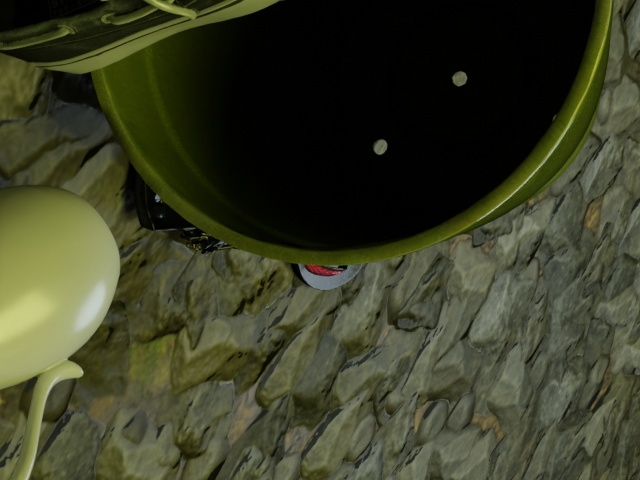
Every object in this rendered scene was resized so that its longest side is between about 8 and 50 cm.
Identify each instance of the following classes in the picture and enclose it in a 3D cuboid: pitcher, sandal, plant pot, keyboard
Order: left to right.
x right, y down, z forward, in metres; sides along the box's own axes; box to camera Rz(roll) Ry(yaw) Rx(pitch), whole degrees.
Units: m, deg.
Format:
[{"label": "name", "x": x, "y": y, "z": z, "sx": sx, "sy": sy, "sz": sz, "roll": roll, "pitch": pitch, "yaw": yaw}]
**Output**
[{"label": "pitcher", "x": -0.216, "y": 0.068, "z": 1.193, "sx": 0.207, "sy": 0.178, "sz": 0.125, "roll": -39, "pitch": -177, "yaw": -42}, {"label": "keyboard", "x": -0.091, "y": -0.035, "z": 1.456, "sx": 0.192, "sy": 0.038, "sz": 0.100, "roll": -4, "pitch": 91, "yaw": -53}, {"label": "sandal", "x": 0.000, "y": 0.000, "z": 1.598, "sx": 0.067, "sy": 0.040, "sz": 0.179, "roll": -60, "pitch": 148, "yaw": -11}, {"label": "plant pot", "x": 0.067, "y": -0.151, "z": 1.347, "sx": 0.366, "sy": 0.366, "sz": 0.353, "roll": -68, "pitch": 160, "yaw": 3}]

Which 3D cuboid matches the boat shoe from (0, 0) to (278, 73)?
[{"label": "boat shoe", "x": -0.107, "y": -0.188, "z": 1.103, "sx": 0.105, "sy": 0.306, "sz": 0.113, "roll": 2, "pitch": 77, "yaw": -52}]
